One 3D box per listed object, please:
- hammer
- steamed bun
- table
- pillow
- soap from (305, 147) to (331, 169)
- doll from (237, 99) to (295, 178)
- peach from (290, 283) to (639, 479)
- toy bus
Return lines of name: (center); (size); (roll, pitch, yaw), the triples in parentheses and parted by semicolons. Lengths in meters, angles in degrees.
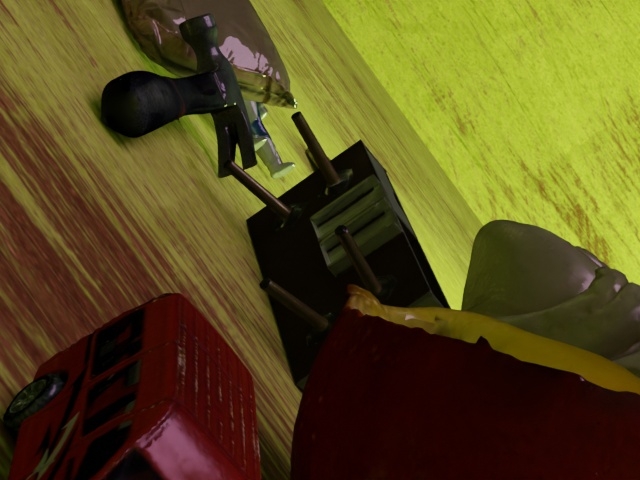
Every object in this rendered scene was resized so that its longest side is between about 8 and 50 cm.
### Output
hammer: (-0.111, -0.107, 1.278); (0.290, 0.037, 0.137); (-39, 109, -75)
steamed bun: (0.254, 0.175, 1.455); (0.367, 0.255, 0.342); (36, 0, -17)
table: (0.000, 0.000, 1.244); (0.111, 0.121, 0.240); (50, 10, -31)
pillow: (-0.127, -0.235, 1.521); (0.173, 0.067, 0.270); (14, 38, -38)
soap: (0.039, -0.049, 1.870); (0.168, 0.033, 0.089); (55, 7, 10)
doll: (-0.095, -0.170, 1.581); (0.227, 0.057, 0.114); (61, 15, 25)
peach: (0.125, 0.136, 0.894); (0.281, 0.281, 0.338); (43, 19, -49)
toy bus: (-0.074, 0.098, 0.639); (0.081, 0.089, 0.195); (51, 10, -18)
